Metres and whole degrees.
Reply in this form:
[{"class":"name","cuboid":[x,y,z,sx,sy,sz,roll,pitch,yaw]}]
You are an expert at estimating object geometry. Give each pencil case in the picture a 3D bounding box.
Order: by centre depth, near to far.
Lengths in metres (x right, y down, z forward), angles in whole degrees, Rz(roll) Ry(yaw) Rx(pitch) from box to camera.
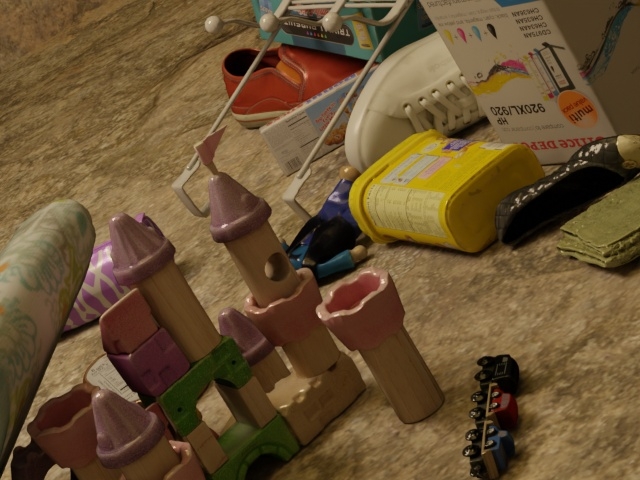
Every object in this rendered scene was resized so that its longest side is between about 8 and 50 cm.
[{"class":"pencil case","cuboid":[-0.266,0.045,2.045,0.206,0.088,0.086,-25,23,14]}]

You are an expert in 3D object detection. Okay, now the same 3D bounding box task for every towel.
[{"class":"towel","cuboid":[-0.307,0.177,1.509,0.320,0.090,0.374,-80,14,-64]},{"class":"towel","cuboid":[0.276,-0.025,1.525,0.148,0.027,0.110,-34,18,-8]}]

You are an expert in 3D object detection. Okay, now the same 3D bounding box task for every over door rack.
[{"class":"over door rack","cuboid":[-0.042,-0.183,2.016,0.239,0.108,0.324,7,72,52]}]

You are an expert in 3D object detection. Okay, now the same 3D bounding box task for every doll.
[{"class":"doll","cuboid":[0.000,0.000,1.831,0.129,0.046,0.189,1,42,40]}]

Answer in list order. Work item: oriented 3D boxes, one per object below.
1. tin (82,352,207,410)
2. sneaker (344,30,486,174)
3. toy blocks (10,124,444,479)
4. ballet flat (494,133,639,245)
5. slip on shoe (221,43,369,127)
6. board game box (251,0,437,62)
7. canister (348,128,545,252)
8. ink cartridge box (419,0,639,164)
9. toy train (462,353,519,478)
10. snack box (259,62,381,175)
[{"class":"tin","cuboid":[-0.174,0.135,1.775,0.106,0.040,0.190,-39,21,-11]},{"class":"sneaker","cuboid":[0.151,-0.170,1.938,0.290,0.106,0.123,-44,35,-15]},{"class":"toy blocks","cuboid":[-0.123,0.093,1.467,0.288,0.260,0.309,-41,22,-25]},{"class":"ballet flat","cuboid":[0.226,-0.043,1.600,0.173,0.057,0.049,-32,37,37]},{"class":"slip on shoe","cuboid":[-0.007,-0.219,2.292,0.331,0.101,0.123,-7,29,46]},{"class":"board game box","cuboid":[0.120,-0.328,2.246,0.336,0.079,0.254,-28,27,-28]},{"class":"canister","cuboid":[0.121,-0.047,1.732,0.126,0.073,0.170,-39,22,-20]},{"class":"ink cartridge box","cuboid":[0.235,-0.211,1.728,0.168,0.232,0.171,-44,24,-27]},{"class":"toy train","cuboid":[0.132,0.130,1.360,0.036,0.027,0.158,-13,24,16]},{"class":"snack box","cuboid":[0.020,-0.147,2.131,0.178,0.064,0.022,-30,18,3]}]
